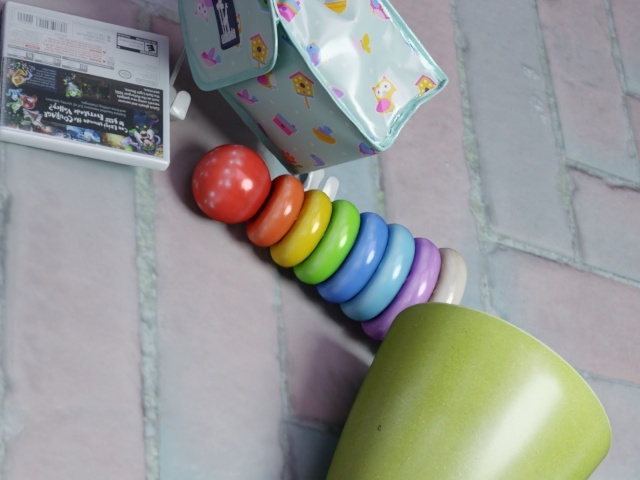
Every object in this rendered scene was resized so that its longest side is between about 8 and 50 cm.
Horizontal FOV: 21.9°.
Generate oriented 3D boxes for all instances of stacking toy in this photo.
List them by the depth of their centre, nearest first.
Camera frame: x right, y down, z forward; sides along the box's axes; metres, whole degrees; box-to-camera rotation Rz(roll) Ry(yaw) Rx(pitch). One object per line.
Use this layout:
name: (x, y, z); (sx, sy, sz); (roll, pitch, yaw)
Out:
stacking toy: (0.000, 0.000, 1.879); (0.330, 0.141, 0.141); (31, 48, -17)

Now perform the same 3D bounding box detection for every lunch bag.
lunch bag: (-0.028, -0.212, 1.799); (0.262, 0.223, 0.160); (47, 66, -17)

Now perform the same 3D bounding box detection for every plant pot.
plant pot: (0.118, 0.263, 1.743); (0.275, 0.275, 0.293); (44, 60, -12)

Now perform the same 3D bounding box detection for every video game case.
video game case: (-0.256, -0.168, 1.801); (0.190, 0.022, 0.173); (11, 58, -23)

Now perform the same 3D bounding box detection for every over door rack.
over door rack: (-0.065, -0.227, 1.984); (0.240, 0.108, 0.324); (27, 64, -26)
